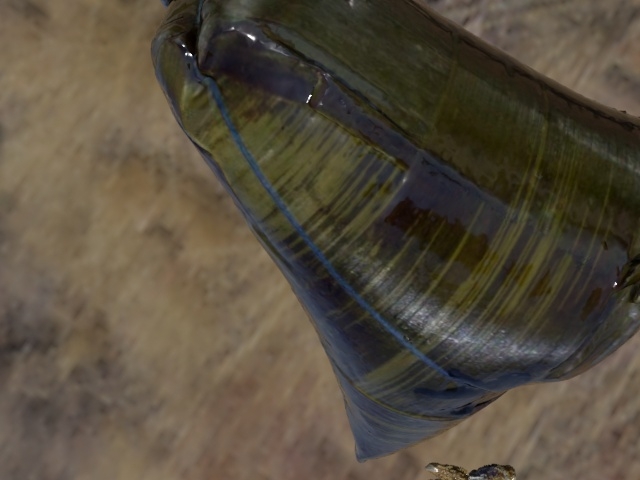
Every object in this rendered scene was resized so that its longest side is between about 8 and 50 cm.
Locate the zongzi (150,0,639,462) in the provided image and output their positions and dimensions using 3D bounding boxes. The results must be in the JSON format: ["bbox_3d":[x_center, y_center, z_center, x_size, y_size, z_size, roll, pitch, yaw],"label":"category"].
[{"bbox_3d":[0.000,0.000,1.329,0.403,0.208,0.432,29,139,-18],"label":"zongzi"}]

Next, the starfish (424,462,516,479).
[{"bbox_3d":[0.085,0.158,1.154,0.091,0.028,0.078,0,140,7],"label":"starfish"}]
